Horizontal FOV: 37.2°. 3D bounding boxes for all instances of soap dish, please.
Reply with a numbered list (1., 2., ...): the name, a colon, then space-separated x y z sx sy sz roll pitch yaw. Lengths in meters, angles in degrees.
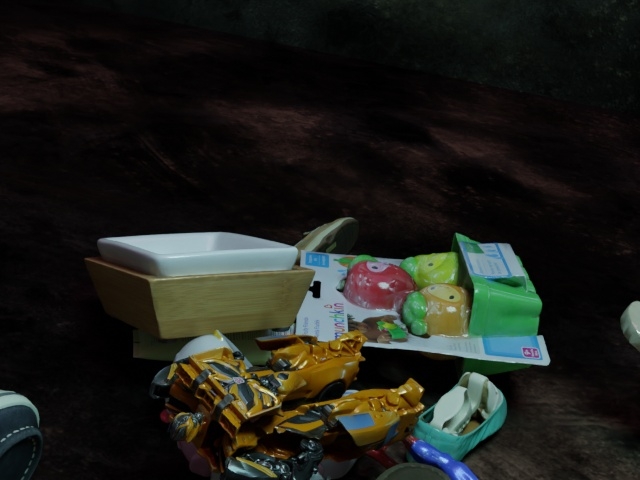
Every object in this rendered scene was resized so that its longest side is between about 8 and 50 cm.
1. soap dish: -0.175 0.058 1.314 0.228 0.118 0.291 -3 6 -29

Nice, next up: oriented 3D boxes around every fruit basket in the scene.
1. fruit basket: 0.143 0.079 1.428 0.353 0.165 0.327 11 21 -3

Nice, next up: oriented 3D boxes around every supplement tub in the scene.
1. supplement tub: 0.026 0.238 1.175 0.071 0.071 0.107 20 27 17

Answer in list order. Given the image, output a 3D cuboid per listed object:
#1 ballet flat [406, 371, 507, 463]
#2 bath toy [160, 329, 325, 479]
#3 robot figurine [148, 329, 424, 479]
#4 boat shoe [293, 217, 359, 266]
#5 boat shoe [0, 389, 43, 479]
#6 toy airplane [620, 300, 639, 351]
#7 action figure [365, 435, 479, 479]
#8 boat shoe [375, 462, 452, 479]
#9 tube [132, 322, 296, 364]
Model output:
1. ballet flat: 0.193 0.225 1.257 0.083 0.087 0.247 24 27 24
2. bath toy: -0.096 0.236 1.077 0.151 0.129 0.348 50 -1 -41
3. robot figurine: -0.035 0.168 1.009 0.291 0.085 0.211 -1 30 -46
4. boat shoe: 0.000 0.000 1.675 0.072 0.068 0.190 12 23 28
5. boat shoe: -0.335 0.310 0.746 0.156 0.187 0.500 19 31 3
6. toy airplane: 0.613 0.250 1.253 0.384 0.272 0.386 -3 64 -8
7. action figure: 0.195 0.288 1.092 0.139 0.091 0.280 -11 38 -41
8. boat shoe: 0.085 0.348 0.938 0.110 0.104 0.307 5 26 6
9. tube: -0.139 0.144 1.323 0.240 0.070 0.062 2 66 -13
